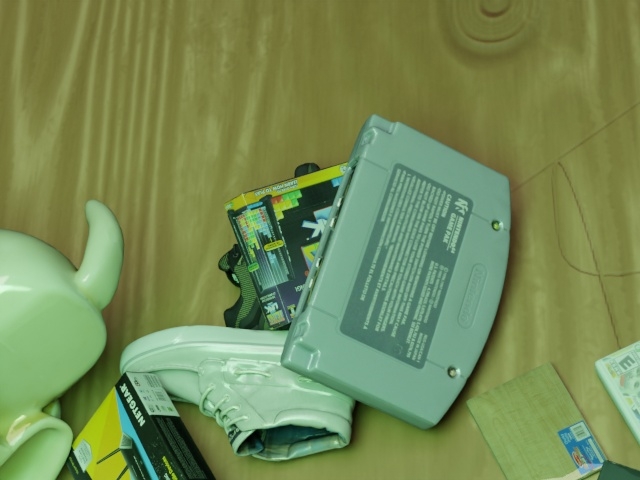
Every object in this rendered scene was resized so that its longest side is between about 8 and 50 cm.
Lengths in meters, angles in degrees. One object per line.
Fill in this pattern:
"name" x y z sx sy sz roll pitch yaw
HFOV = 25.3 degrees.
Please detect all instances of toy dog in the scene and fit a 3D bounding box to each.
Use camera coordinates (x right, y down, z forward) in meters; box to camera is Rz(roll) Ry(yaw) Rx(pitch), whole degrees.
"toy dog" -0.437 0.058 1.507 0.408 0.284 0.395 32 86 40

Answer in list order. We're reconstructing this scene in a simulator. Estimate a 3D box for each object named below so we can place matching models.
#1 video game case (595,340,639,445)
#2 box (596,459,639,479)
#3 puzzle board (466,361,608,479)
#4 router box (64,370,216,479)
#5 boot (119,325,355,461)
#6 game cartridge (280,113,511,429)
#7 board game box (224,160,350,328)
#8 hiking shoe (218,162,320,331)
"video game case" 0.409 0.166 1.374 0.206 0.026 0.227 -25 55 -2
"box" 0.248 0.347 1.202 0.103 0.184 0.261 16 63 23
"puzzle board" 0.215 0.192 1.418 0.096 0.011 0.128 -25 55 -3
"router box" -0.177 0.241 1.430 0.133 0.046 0.179 -54 51 23
"boot" -0.089 0.161 1.466 0.258 0.095 0.123 -4 50 11
"game cartridge" 0.091 0.035 1.465 0.196 0.060 0.294 25 66 -10
"board game box" 0.000 0.000 1.495 0.170 0.048 0.141 -19 86 -33
"hiking shoe" -0.056 0.008 1.565 0.114 0.086 0.227 5 59 15
